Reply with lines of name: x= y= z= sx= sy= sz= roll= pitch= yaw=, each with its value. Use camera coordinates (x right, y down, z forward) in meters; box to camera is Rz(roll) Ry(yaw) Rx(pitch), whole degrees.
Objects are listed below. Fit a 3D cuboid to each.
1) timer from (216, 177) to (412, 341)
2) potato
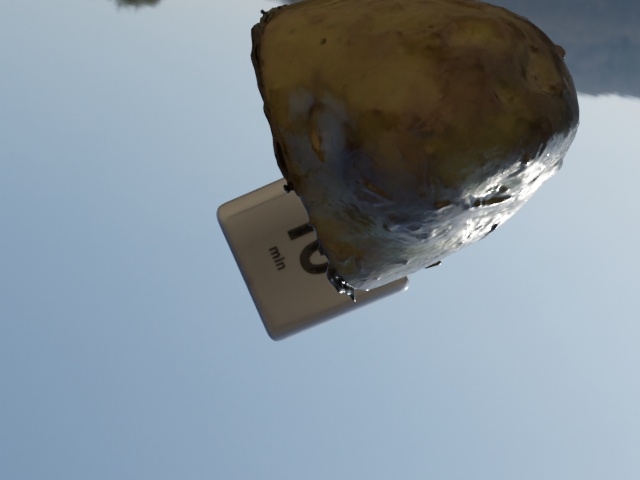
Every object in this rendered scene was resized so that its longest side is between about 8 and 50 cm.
timer: x=0.000 y=0.000 z=1.438 sx=0.195 sy=0.192 sz=0.194 roll=-23 pitch=-177 yaw=11
potato: x=0.111 y=-0.106 z=0.961 sx=0.237 sy=0.300 sz=0.288 roll=-14 pitch=-155 yaw=23
